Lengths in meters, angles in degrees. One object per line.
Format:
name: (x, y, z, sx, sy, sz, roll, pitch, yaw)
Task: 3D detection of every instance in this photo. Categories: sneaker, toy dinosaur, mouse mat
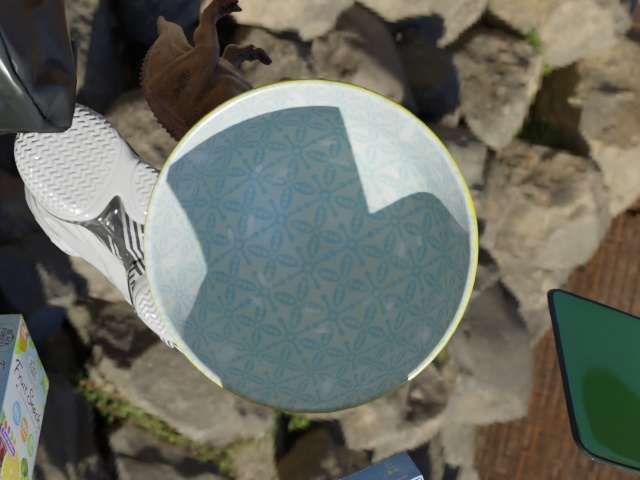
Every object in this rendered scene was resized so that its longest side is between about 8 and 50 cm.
sneaker: (-0.210, -0.001, 1.385, 0.137, 0.366, 0.210, -44, -170, -13)
toy dinosaur: (-0.112, -0.124, 1.221, 0.200, 0.296, 0.127, -43, 166, -8)
mouse mat: (0.243, 0.111, 0.813, 0.153, 0.189, 0.007, -88, -156, -49)

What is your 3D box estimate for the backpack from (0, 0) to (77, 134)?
backpack: (-0.390, -0.177, 0.854, 0.273, 0.355, 0.290, 42, 34, -62)

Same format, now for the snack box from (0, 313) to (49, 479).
snack box: (-0.255, 0.144, 0.956, 0.100, 0.037, 0.141, 87, 2, -49)

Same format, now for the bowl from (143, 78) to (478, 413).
bowl: (0.000, 0.000, 1.086, 0.156, 0.289, 0.289, -31, 131, -80)

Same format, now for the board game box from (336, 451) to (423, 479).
board game box: (0.020, 0.272, 0.866, 0.039, 0.160, 0.211, -127, -163, -61)
